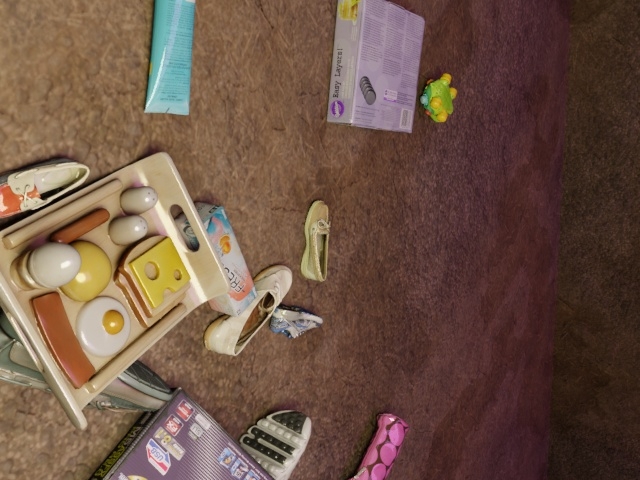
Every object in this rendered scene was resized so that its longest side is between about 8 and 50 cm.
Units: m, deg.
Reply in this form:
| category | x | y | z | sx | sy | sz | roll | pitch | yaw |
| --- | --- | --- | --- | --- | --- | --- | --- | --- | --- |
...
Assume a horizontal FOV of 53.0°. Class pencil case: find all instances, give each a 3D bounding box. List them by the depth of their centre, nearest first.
| category | x | y | z | sx | sy | sz | roll | pitch | yaw |
| --- | --- | --- | --- | --- | --- | --- | --- | --- | --- |
| pencil case | 0.136 | 0.515 | 1.541 | 0.098 | 0.095 | 0.209 | 50 | 55 | -31 |

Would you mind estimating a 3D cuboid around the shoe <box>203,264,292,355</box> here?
| category | x | y | z | sx | sy | sz | roll | pitch | yaw |
| --- | --- | --- | --- | --- | --- | --- | --- | --- | --- |
| shoe | -0.107 | 0.120 | 1.099 | 0.219 | 0.058 | 0.077 | -46 | 134 | -39 |

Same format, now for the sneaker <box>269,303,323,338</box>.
| category | x | y | z | sx | sy | sz | roll | pitch | yaw |
| --- | --- | --- | --- | --- | --- | --- | --- | --- | --- |
| sneaker | -0.050 | 0.156 | 1.212 | 0.135 | 0.052 | 0.058 | 18 | 94 | -48 |

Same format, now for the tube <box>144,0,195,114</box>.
| category | x | y | z | sx | sy | sz | roll | pitch | yaw |
| --- | --- | --- | --- | --- | --- | --- | --- | --- | --- |
| tube | -0.200 | -0.276 | 0.870 | 0.080 | 0.052 | 0.207 | -9 | 112 | -49 |

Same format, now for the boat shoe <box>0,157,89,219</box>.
| category | x | y | z | sx | sy | sz | roll | pitch | yaw |
| --- | --- | --- | --- | --- | --- | --- | --- | --- | --- |
| boat shoe | -0.332 | -0.059 | 0.738 | 0.137 | 0.043 | 0.049 | -37 | 130 | -43 |

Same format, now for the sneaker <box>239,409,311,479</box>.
| category | x | y | z | sx | sy | sz | roll | pitch | yaw |
| --- | --- | --- | --- | --- | --- | --- | --- | --- | --- |
| sneaker | -0.115 | 0.435 | 1.149 | 0.292 | 0.110 | 0.118 | -50 | 145 | -24 |

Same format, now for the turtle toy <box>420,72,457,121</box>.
| category | x | y | z | sx | sy | sz | roll | pitch | yaw |
| --- | --- | --- | --- | --- | --- | --- | --- | --- | --- |
| turtle toy | 0.279 | -0.331 | 1.530 | 0.130 | 0.066 | 0.095 | 50 | 58 | -50 |

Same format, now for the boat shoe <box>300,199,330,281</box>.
| category | x | y | z | sx | sy | sz | roll | pitch | yaw |
| --- | --- | --- | --- | --- | --- | --- | --- | --- | --- |
| boat shoe | -0.001 | 0.000 | 1.230 | 0.056 | 0.048 | 0.153 | 8 | 92 | -56 |

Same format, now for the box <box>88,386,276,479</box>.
| category | x | y | z | sx | sy | sz | roll | pitch | yaw |
| --- | --- | --- | --- | --- | --- | --- | --- | --- | --- |
| box | -0.195 | 0.386 | 0.943 | 0.270 | 0.060 | 0.216 | 50 | 54 | -16 |

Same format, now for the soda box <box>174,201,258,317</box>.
| category | x | y | z | sx | sy | sz | roll | pitch | yaw |
| --- | --- | --- | --- | --- | --- | --- | --- | --- | --- |
| soda box | -0.160 | 0.032 | 0.994 | 0.058 | 0.062 | 0.183 | -49 | 136 | -37 |

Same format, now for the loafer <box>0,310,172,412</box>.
| category | x | y | z | sx | sy | sz | roll | pitch | yaw |
| --- | --- | --- | --- | --- | --- | --- | --- | --- | --- |
| loafer | -0.307 | 0.169 | 0.815 | 0.084 | 0.096 | 0.267 | -51 | 134 | -5 |

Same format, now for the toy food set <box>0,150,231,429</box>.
| category | x | y | z | sx | sy | sz | roll | pitch | yaw |
| --- | --- | --- | --- | --- | --- | --- | --- | --- | --- |
| toy food set | -0.237 | 0.041 | 0.773 | 0.306 | 0.092 | 0.220 | -45 | 116 | -53 |

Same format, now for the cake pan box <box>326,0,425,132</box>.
| category | x | y | z | sx | sy | sz | roll | pitch | yaw |
| --- | --- | --- | --- | --- | --- | --- | --- | --- | --- |
| cake pan box | 0.120 | -0.348 | 1.295 | 0.266 | 0.070 | 0.246 | -9 | 108 | -54 |
